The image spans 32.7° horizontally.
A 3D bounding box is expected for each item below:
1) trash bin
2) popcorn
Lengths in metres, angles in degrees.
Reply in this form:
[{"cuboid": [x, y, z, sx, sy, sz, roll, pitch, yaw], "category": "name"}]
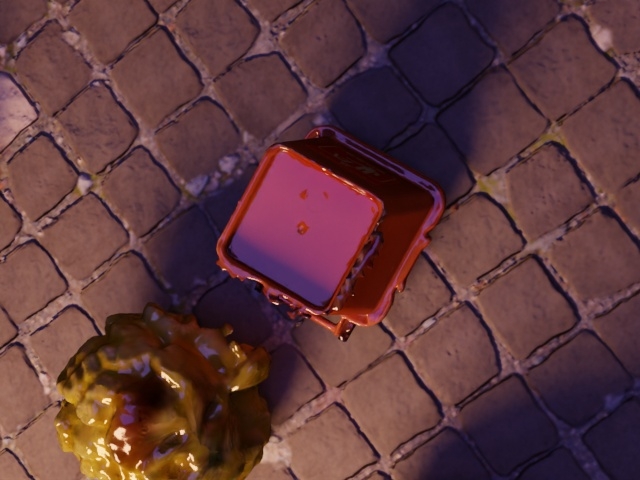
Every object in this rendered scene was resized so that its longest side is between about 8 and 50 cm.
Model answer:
[{"cuboid": [0.000, 0.000, 0.988, 0.161, 0.239, 0.184, 30, 99, 10], "category": "trash bin"}, {"cuboid": [-0.148, 0.161, 1.068, 0.169, 0.218, 0.189, 15, 75, 55], "category": "popcorn"}]
